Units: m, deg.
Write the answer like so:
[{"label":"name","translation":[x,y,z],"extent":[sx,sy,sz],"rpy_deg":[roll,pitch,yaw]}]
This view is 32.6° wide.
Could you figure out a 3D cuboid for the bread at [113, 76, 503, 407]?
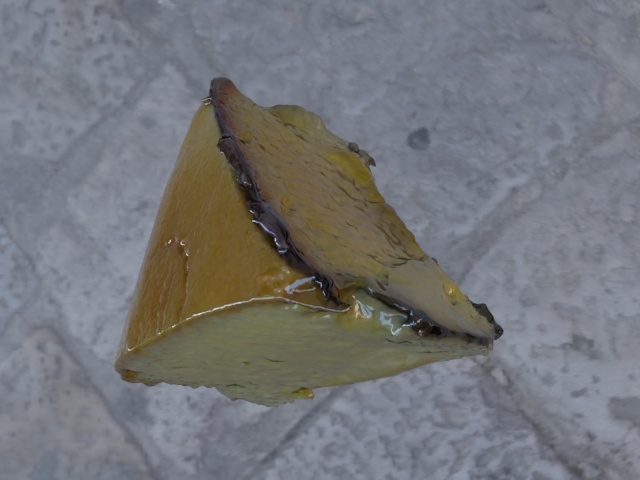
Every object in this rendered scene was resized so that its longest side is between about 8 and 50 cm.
[{"label":"bread","translation":[0.000,0.000,0.528],"extent":[0.160,0.140,0.169],"rpy_deg":[-3,71,53]}]
